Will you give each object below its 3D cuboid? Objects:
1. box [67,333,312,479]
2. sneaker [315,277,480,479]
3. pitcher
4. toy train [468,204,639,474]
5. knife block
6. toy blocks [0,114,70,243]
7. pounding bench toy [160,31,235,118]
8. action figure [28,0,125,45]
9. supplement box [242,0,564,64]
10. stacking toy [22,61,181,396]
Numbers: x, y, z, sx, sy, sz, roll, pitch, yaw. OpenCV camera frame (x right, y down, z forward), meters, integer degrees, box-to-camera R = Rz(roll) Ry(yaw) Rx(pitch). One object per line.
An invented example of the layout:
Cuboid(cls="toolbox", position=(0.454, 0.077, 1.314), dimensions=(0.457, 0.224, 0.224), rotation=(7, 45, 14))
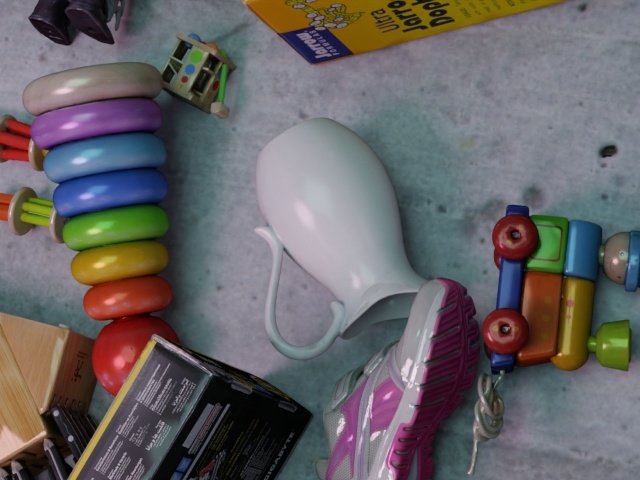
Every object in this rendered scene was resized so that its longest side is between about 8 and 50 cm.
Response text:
Cuboid(cls="box", position=(-0.155, 0.259, 1.669), dimensions=(0.079, 0.257, 0.322), rotation=(30, 89, 25))
Cuboid(cls="sneaker", position=(0.061, 0.145, 1.684), dimensions=(0.111, 0.103, 0.252), rotation=(26, 101, 30))
Cuboid(cls="pitcher", position=(0.000, 0.000, 1.736), dimensions=(0.178, 0.125, 0.207), rotation=(-24, 73, -17))
Cuboid(cls="toy train", position=(0.219, 0.098, 1.663), dimensions=(0.143, 0.105, 0.248), rotation=(5, 78, 8))
Cuboid(cls="knife block", position=(-0.322, 0.194, 1.838), dimensions=(0.276, 0.088, 0.242), rotation=(13, 81, 22))
Cuboid(cls="toy blocks", position=(-0.319, -0.068, 1.921), dimensions=(0.148, 0.054, 0.123), rotation=(13, 81, 23))
Cuboid(cls="pounding bench toy", position=(-0.116, -0.168, 1.871), dimensions=(0.083, 0.052, 0.065), rotation=(28, 87, 24))
Cuboid(cls="action figure", position=(-0.226, -0.351, 1.939), dimensions=(0.185, 0.099, 0.285), rotation=(10, 77, 29))
Cuboid(cls="supplement box", position=(0.110, -0.324, 1.749), dimensions=(0.357, 0.195, 0.194), rotation=(-13, 73, 17))
Cuboid(cls="stacking toy", position=(-0.203, -0.004, 1.815), dimensions=(0.141, 0.141, 0.330), rotation=(-10, 88, 18))
